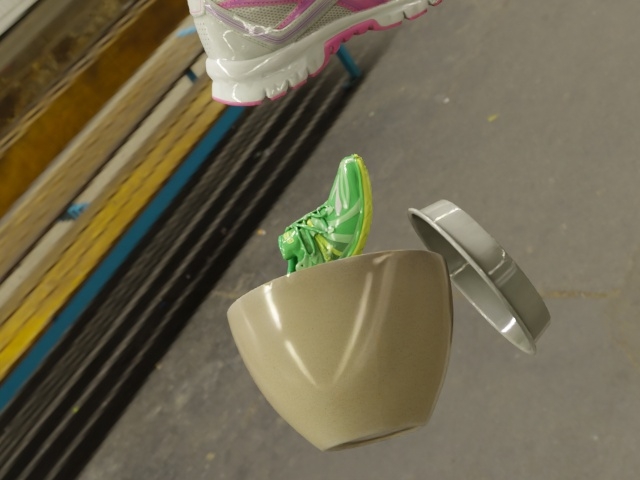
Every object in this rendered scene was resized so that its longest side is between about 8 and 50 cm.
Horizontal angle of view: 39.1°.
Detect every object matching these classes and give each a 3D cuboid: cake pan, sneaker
[{"bbox_3d":[0.247,0.049,1.386,0.054,0.293,0.293,-40,29,-3],"label":"cake pan"},{"bbox_3d":[0.008,-0.207,0.677,0.252,0.111,0.103,-36,29,-17],"label":"sneaker"},{"bbox_3d":[0.000,0.000,1.445,0.109,0.124,0.295,-112,41,-66],"label":"sneaker"}]

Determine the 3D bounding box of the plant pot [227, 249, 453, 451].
[{"bbox_3d":[0.043,0.151,1.109,0.284,0.284,0.190,-23,71,27],"label":"plant pot"}]
